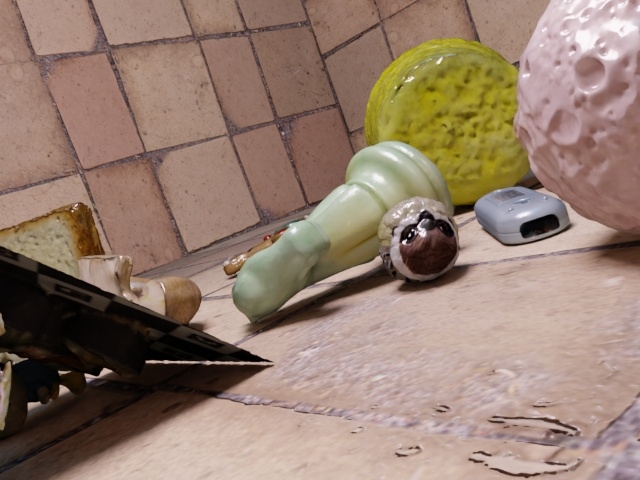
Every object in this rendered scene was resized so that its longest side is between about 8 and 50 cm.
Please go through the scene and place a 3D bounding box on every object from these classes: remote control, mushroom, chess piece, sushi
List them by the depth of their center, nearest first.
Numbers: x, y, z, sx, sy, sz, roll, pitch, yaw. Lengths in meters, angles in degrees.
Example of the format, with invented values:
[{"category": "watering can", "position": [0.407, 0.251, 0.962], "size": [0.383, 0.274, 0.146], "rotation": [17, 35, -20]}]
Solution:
[{"category": "sushi", "position": [-0.274, 0.100, 0.622], "size": [0.320, 0.069, 0.339], "rotation": [31, -27, -32]}, {"category": "chess piece", "position": [0.016, -0.002, 0.804], "size": [0.298, 0.176, 0.176], "rotation": [-31, 11, -27]}, {"category": "remote control", "position": [0.262, -0.039, 0.829], "size": [0.087, 0.047, 0.244], "rotation": [-16, 8, 7]}, {"category": "mushroom", "position": [-0.283, 0.094, 0.940], "size": [0.285, 0.156, 0.151], "rotation": [-1, 3, 33]}]

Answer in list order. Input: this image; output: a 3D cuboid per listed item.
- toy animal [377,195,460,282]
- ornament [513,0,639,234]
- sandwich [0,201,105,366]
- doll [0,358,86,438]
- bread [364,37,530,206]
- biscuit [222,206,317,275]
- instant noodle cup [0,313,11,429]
[{"category": "toy animal", "position": [0.113, 0.017, 0.718], "size": [0.098, 0.137, 0.098], "rotation": [0, 43, 0]}, {"category": "ornament", "position": [0.298, -0.120, 0.537], "size": [0.259, 0.225, 0.259], "rotation": [0, 18, 0]}, {"category": "sandwich", "position": [-0.566, 0.100, 1.189], "size": [0.325, 0.262, 0.131], "rotation": [-19, 1, -3]}, {"category": "doll", "position": [-0.349, 0.176, 0.695], "size": [0.102, 0.089, 0.179], "rotation": [-16, -17, 26]}, {"category": "bread", "position": [0.263, -0.228, 1.214], "size": [0.348, 0.348, 0.308], "rotation": [-19, 11, 6]}, {"category": "biscuit", "position": [-0.077, -0.011, 1.424], "size": [0.301, 0.049, 0.197], "rotation": [-28, 2, 19]}, {"category": "instant noodle cup", "position": [-0.416, 0.121, 0.413], "size": [0.340, 0.340, 0.266], "rotation": [-24, -4, -40]}]
